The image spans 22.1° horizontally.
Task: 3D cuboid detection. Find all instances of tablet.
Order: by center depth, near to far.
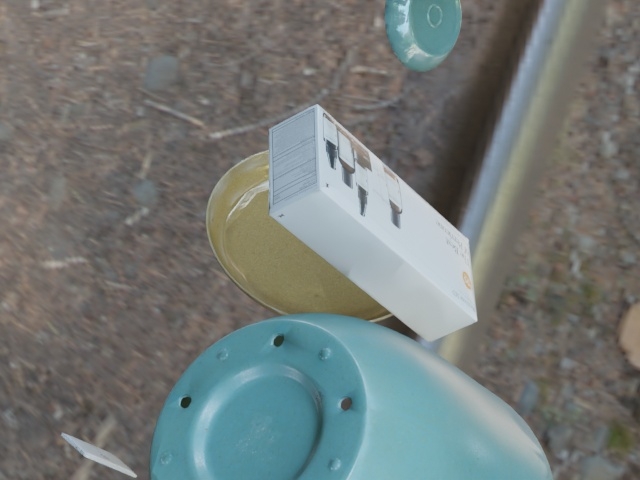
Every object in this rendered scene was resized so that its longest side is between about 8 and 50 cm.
[{"bbox_3d":[-0.240,0.233,1.781,0.083,0.054,0.006,32,89,-45],"label":"tablet"}]

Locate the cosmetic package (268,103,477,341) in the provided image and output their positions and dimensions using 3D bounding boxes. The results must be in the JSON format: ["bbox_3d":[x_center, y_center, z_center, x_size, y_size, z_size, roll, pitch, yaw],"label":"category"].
[{"bbox_3d":[0.049,-0.011,1.442,0.239,0.060,0.099,39,39,-40],"label":"cosmetic package"}]

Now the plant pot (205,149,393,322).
[{"bbox_3d":[0.000,0.000,1.647,0.236,0.236,0.032,-11,143,-22],"label":"plant pot"}]

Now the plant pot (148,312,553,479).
[{"bbox_3d":[0.006,0.191,1.264,0.293,0.293,0.235,-54,141,-8],"label":"plant pot"}]

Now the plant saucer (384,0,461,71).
[{"bbox_3d":[0.115,-0.239,1.743,0.119,0.021,0.119,-6,98,-46],"label":"plant saucer"}]
